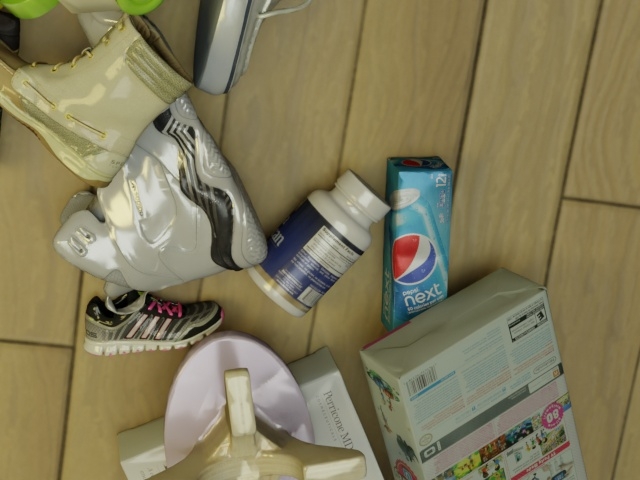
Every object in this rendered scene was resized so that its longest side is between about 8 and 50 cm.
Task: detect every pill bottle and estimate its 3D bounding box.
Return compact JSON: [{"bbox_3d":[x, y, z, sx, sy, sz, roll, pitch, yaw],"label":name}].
[{"bbox_3d":[0.000,0.000,1.668,0.094,0.094,0.169,41,96,-18],"label":"pill bottle"}]

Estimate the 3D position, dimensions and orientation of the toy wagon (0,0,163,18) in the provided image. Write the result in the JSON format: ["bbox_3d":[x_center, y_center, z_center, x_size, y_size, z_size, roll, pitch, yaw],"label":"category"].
[{"bbox_3d":[-0.215,-0.334,1.456,0.344,0.267,0.068,-40,144,5],"label":"toy wagon"}]

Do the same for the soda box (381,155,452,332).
[{"bbox_3d":[0.114,0.009,1.701,0.067,0.071,0.210,-2,107,-9],"label":"soda box"}]

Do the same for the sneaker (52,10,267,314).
[{"bbox_3d":[-0.224,-0.093,1.580,0.210,0.137,0.366,-27,107,2],"label":"sneaker"}]

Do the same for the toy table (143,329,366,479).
[{"bbox_3d":[-0.083,0.252,1.601,0.252,0.161,0.274,-19,103,-4],"label":"toy table"}]

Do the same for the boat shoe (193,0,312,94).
[{"bbox_3d":[-0.028,-0.325,1.556,0.156,0.136,0.367,14,94,-16],"label":"boat shoe"}]

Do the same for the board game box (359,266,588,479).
[{"bbox_3d":[0.189,0.219,1.707,0.224,0.097,0.303,-28,119,-22],"label":"board game box"}]

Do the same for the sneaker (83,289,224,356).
[{"bbox_3d":[-0.200,0.086,1.677,0.170,0.063,0.075,-9,114,-2],"label":"sneaker"}]

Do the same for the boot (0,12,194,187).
[{"bbox_3d":[-0.250,-0.181,1.469,0.213,0.077,0.165,44,107,1],"label":"boot"}]

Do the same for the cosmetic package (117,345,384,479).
[{"bbox_3d":[-0.048,0.358,1.770,0.284,0.097,0.377,-24,109,-4],"label":"cosmetic package"}]

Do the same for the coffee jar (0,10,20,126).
[{"bbox_3d":[-0.388,-0.166,1.562,0.096,0.079,0.184,13,105,-10],"label":"coffee jar"}]
